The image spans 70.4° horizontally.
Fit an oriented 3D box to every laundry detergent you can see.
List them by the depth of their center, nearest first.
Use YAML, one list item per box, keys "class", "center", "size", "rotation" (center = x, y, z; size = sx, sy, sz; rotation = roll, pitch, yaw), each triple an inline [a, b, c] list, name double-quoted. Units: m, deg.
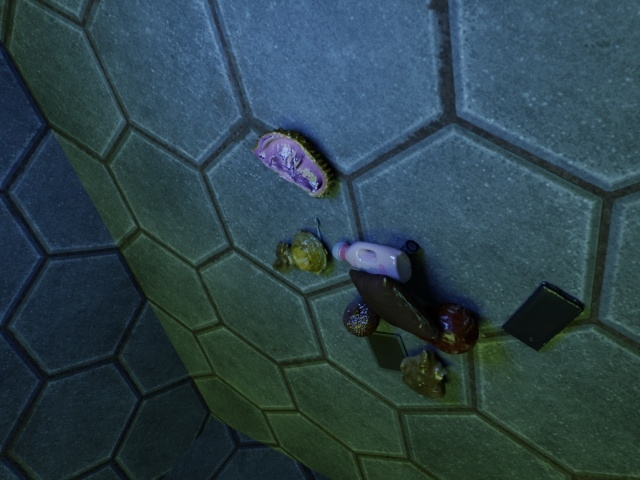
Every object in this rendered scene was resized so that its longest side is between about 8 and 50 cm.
- class: "laundry detergent"
  center: [0.181, 0.067, 1.709]
  size: [0.335, 0.088, 0.158]
  rotation: [15, 138, 46]

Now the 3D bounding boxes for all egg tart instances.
- class: "egg tart"
  center: [-0.057, 0.060, 1.935]
  size: [0.213, 0.090, 0.212]
  rotation: [28, 136, 30]

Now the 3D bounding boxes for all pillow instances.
- class: "pillow"
  center: [0.254, 0.226, 1.650]
  size: [0.308, 0.108, 0.305]
  rotation: [47, 166, -16]

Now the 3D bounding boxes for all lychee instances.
- class: "lychee"
  center: [0.172, 0.326, 1.927]
  size: [0.165, 0.165, 0.197]
  rotation: [10, 157, 34]

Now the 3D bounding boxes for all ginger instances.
- class: "ginger"
  center: [0.440, 0.545, 1.931]
  size: [0.219, 0.123, 0.269]
  rotation: [9, 120, 30]
- class: "ginger"
  center: [-0.175, 0.076, 2.083]
  size: [0.132, 0.059, 0.214]
  rotation: [58, 147, -4]

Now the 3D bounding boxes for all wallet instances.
- class: "wallet"
  center: [0.731, 0.261, 1.510]
  size: [0.146, 0.030, 0.285]
  rotation: [34, 140, 17]

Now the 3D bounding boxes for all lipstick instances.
- class: "lipstick"
  center: [0.292, 0.078, 1.711]
  size: [0.053, 0.053, 0.234]
  rotation: [39, 145, 6]

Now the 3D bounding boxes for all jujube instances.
- class: "jujube"
  center: [0.457, 0.323, 1.685]
  size: [0.255, 0.190, 0.189]
  rotation: [-11, 116, 53]

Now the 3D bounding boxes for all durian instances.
- class: "durian"
  center: [-0.076, -0.301, 1.642]
  size: [0.341, 0.112, 0.191]
  rotation: [34, 131, -1]

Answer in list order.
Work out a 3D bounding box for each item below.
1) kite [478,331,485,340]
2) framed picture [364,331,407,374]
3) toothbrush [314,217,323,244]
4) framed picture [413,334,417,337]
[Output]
- class: "kite"
  center: [0.562, 0.359, 1.752]
  size: [0.157, 0.011, 0.139]
  rotation: [-3, 119, 40]
- class: "framed picture"
  center: [0.314, 0.517, 2.089]
  size: [0.197, 0.014, 0.252]
  rotation: [-1, 123, 40]
- class: "toothbrush"
  center: [0.000, 0.000, 1.900]
  size: [0.016, 0.019, 0.219]
  rotation: [-11, 125, -1]
- class: "framed picture"
  center: [0.385, 0.368, 1.907]
  size: [0.089, 0.006, 0.066]
  rotation: [36, 139, 9]
